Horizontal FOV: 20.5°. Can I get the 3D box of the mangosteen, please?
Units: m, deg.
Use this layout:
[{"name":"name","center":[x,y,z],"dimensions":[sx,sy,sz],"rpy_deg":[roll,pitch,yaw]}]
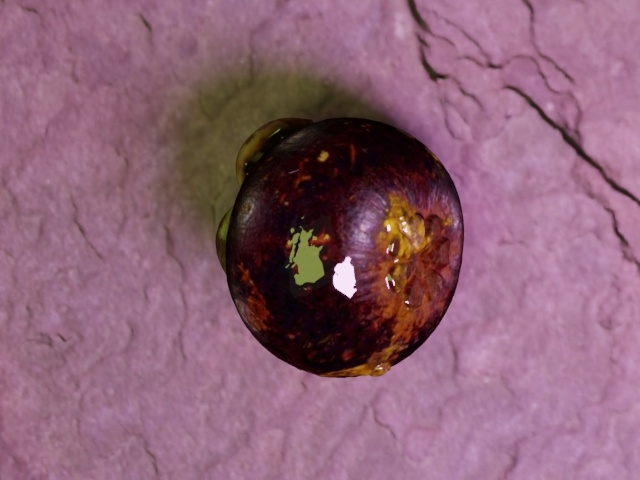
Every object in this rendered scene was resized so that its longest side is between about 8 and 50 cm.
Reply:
[{"name":"mangosteen","center":[0.000,0.000,1.319],"dimensions":[0.217,0.192,0.192],"rpy_deg":[14,112,49]}]
